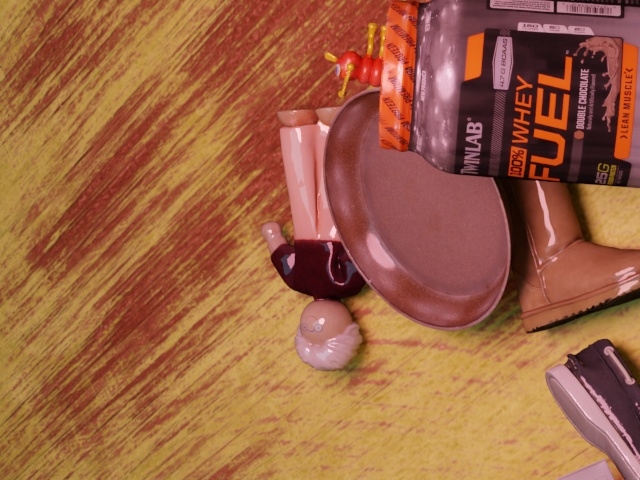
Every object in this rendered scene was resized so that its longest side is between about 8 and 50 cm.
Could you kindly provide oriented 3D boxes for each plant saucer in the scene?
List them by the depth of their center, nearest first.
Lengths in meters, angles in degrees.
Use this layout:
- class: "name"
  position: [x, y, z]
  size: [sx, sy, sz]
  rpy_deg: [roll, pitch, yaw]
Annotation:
- class: "plant saucer"
  position: [0.125, -0.042, 2.142]
  size: [0.311, 0.050, 0.310]
  rpy_deg: [27, 130, 39]

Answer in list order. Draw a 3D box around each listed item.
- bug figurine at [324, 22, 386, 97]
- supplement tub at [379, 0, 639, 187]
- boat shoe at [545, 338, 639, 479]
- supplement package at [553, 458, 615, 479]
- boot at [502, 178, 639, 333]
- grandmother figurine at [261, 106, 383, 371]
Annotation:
- class: "bug figurine"
  position: [0.118, -0.249, 2.066]
  size: [0.279, 0.216, 0.072]
  rpy_deg: [99, 179, -57]
- class: "supplement tub"
  position: [0.238, -0.167, 1.915]
  size: [0.338, 0.207, 0.207]
  rpy_deg: [4, 101, 6]
- class: "boat shoe"
  position: [0.378, 0.243, 2.016]
  size: [0.302, 0.091, 0.114]
  rpy_deg: [54, 171, 15]
- class: "supplement package"
  position: [0.268, 0.424, 2.037]
  size: [0.262, 0.198, 0.199]
  rpy_deg: [65, 157, 13]
- class: "boot"
  position: [0.279, -0.045, 2.070]
  size: [0.236, 0.089, 0.269]
  rpy_deg: [-23, 80, 41]
- class: "grandmother figurine"
  position: [0.000, 0.000, 2.321]
  size: [0.208, 0.104, 0.342]
  rpy_deg: [-1, 93, 51]
